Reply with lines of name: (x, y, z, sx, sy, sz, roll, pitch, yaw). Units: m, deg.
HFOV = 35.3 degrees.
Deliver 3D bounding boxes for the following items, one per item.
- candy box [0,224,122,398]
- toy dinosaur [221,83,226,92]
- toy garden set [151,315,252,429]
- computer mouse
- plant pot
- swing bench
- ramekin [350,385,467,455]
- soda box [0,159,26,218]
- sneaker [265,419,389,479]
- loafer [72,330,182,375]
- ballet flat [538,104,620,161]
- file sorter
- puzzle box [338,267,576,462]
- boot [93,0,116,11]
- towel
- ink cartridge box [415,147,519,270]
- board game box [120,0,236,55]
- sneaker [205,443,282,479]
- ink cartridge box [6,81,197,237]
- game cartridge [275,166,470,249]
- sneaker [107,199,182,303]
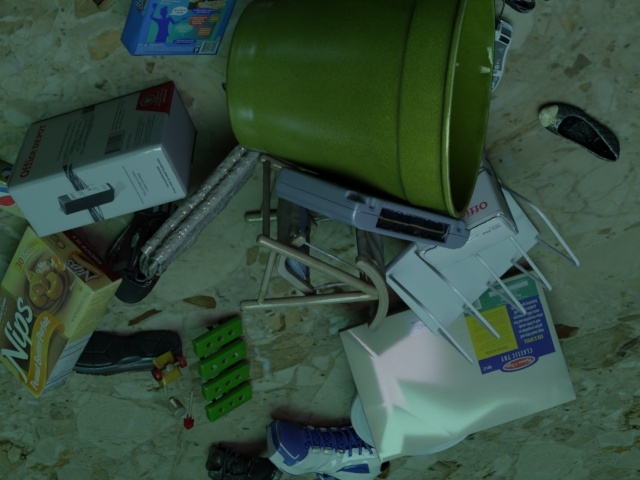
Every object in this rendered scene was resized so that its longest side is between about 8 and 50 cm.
candy box: (-0.517, 0.128, 1.902, 0.183, 0.087, 0.316, 43, 125, 12)
toy dinosaur: (-0.115, -0.231, 1.707, 0.082, 0.047, 0.090, -20, 119, -9)
toy garden set: (-0.247, 0.281, 2.070, 0.203, 0.049, 0.244, -28, 137, -26)
computer mouse: (0.274, -0.328, 1.640, 0.106, 0.042, 0.193, 7, 123, -14)
plant pot: (0.058, -0.237, 1.516, 0.352, 0.366, 0.367, 7, 131, 16)
swing bench: (0.000, 0.000, 1.761, 0.254, 0.253, 0.165, 9, 128, -10)
ramekin: (0.196, 0.320, 2.114, 0.272, 0.127, 0.273, -1, 129, -1)
soda box: (-0.583, -0.107, 1.779, 0.181, 0.058, 0.061, 24, 125, -21)
sneaker: (0.040, 0.453, 2.232, 0.315, 0.127, 0.182, 32, 118, -33)
loafer: (-0.415, 0.244, 2.055, 0.267, 0.096, 0.084, -3, 135, -2)
ballet flat: (0.455, -0.190, 1.753, 0.173, 0.049, 0.057, 22, 125, -19)
file sorter: (0.290, 0.055, 1.807, 0.277, 0.173, 0.193, -43, 121, 0)
puzzle box: (0.267, 0.242, 1.959, 0.408, 0.052, 0.272, -17, 92, -2)
boot: (-0.334, -0.484, 1.480, 0.207, 0.090, 0.248, 34, 123, -12)
towel: (-0.198, -0.052, 1.682, 0.049, 0.187, 0.282, 41, 76, -2)
ink cartridge box: (0.224, -0.081, 1.718, 0.158, 0.218, 0.092, -28, 146, 19)
board game box: (-0.200, -0.379, 1.526, 0.160, 0.047, 0.210, -9, 140, -40)
sneaker: (-0.178, 0.514, 2.254, 0.130, 0.087, 0.227, 34, 150, -22)
ink cartridge box: (-0.358, -0.135, 1.673, 0.272, 0.197, 0.114, -14, 128, 10)
game cartridge: (0.077, -0.051, 1.560, 0.294, 0.196, 0.060, 11, 103, -48)
sneaker: (-0.335, 0.047, 1.846, 0.106, 0.163, 0.281, 15, 127, -14)
